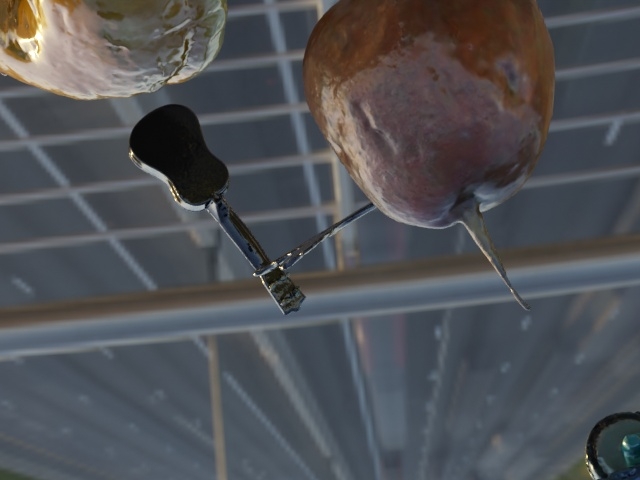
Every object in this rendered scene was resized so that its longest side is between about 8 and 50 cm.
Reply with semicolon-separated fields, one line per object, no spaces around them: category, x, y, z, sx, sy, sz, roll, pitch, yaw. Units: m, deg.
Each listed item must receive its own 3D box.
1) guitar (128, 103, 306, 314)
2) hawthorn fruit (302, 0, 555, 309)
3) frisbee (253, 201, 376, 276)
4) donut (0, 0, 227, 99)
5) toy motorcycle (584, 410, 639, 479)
guitar;-0.105;-0.030;1.548;0.084;0.271;0.038;-38;180;-13
hawthorn fruit;0.058;-0.071;0.779;0.149;0.189;0.149;5;151;3
frisbee;0.000;0.000;1.347;0.211;0.012;0.187;-30;-177;25
donut;-0.261;-0.300;1.210;0.449;0.198;0.449;31;155;16
toy motorcycle;0.405;0.272;1.479;0.260;0.206;0.154;-2;154;6
